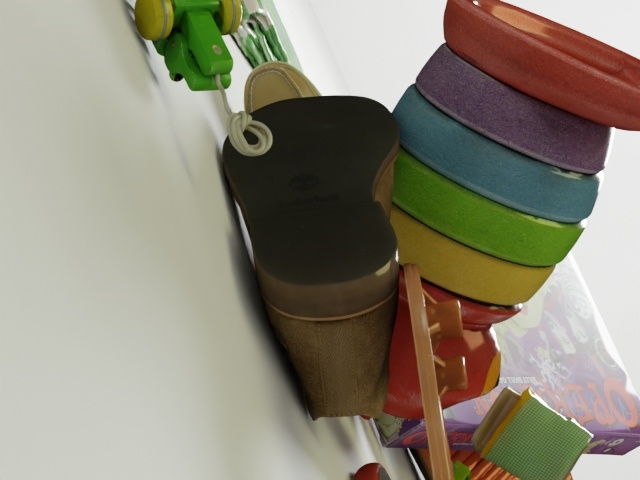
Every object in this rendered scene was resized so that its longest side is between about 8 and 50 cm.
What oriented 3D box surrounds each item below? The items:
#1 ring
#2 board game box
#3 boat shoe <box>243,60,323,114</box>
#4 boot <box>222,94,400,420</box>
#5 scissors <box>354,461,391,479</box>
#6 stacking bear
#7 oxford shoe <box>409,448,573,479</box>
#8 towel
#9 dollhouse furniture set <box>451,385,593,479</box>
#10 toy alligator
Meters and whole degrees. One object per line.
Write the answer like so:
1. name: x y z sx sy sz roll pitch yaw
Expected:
1. ring: 0.086 0.176 0.974 0.336 0.032 0.337 -8 90 -86
2. board game box: 0.137 0.077 1.437 0.346 0.056 0.208 9 56 -50
3. boat shoe: -0.010 -0.041 1.249 0.190 0.068 0.072 67 17 0
4. boot: 0.000 0.000 1.072 0.305 0.112 0.115 -91 175 -61
5. scissors: 0.037 0.188 0.958 0.297 0.021 0.109 -1 70 -83
6. stacking bear: 0.103 -0.008 1.185 0.164 0.289 0.175 24 16 1
7. oxford shoe: 0.160 0.262 1.487 0.364 0.130 0.132 57 -36 -1
8. towel: -0.070 -0.244 1.660 0.325 0.038 0.248 52 15 -69
9. dollhouse furniture set: 0.130 0.177 1.271 0.076 0.152 0.058 32 -10 19
10. toy alligator: -0.077 -0.118 0.986 0.051 0.056 0.190 -48 -123 50
